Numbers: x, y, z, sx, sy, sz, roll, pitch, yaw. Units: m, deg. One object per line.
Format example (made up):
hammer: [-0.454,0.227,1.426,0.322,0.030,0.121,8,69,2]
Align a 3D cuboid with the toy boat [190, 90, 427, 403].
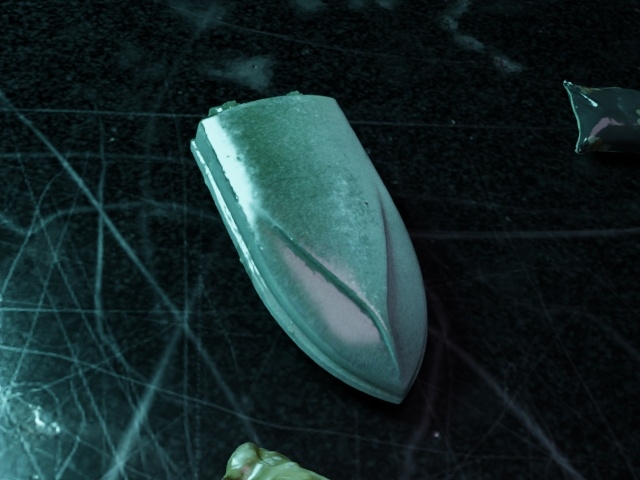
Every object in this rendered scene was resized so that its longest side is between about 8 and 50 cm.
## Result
toy boat: [0.000,0.000,0.852,0.141,0.092,0.319,-13,55,-22]

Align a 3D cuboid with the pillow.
pillow: [0.331,-0.123,1.055,0.150,0.048,0.090,5,42,-8]

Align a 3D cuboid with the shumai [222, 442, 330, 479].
shumai: [0.021,0.207,0.594,0.153,0.161,0.209,-6,28,-10]
